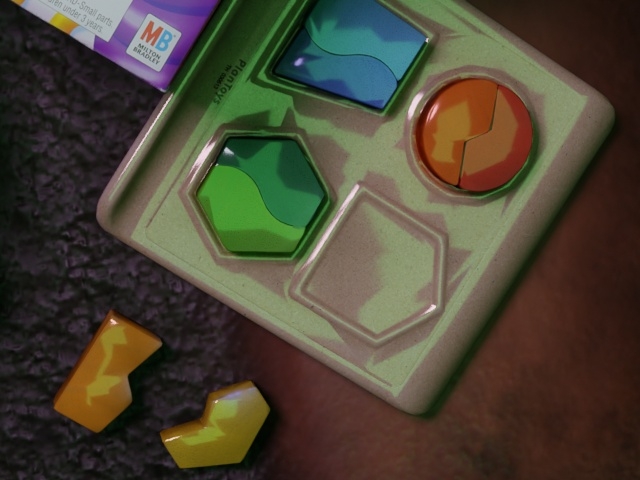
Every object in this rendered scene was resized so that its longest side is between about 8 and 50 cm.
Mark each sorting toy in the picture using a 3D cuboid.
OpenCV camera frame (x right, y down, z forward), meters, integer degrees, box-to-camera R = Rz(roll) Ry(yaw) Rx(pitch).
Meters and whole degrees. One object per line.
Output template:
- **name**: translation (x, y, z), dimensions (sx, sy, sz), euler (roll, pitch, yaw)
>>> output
- **sorting toy**: translation (0.000, 0.000, 0.740), dimensions (0.229, 0.041, 0.307), euler (32, 92, -15)

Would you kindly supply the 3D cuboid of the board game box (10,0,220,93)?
- **board game box**: translation (-0.067, -0.226, 0.635), dimensions (0.142, 0.144, 0.275), euler (30, 93, -15)
